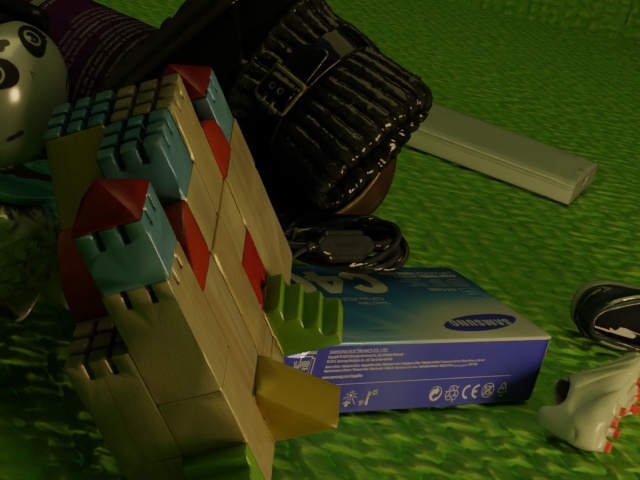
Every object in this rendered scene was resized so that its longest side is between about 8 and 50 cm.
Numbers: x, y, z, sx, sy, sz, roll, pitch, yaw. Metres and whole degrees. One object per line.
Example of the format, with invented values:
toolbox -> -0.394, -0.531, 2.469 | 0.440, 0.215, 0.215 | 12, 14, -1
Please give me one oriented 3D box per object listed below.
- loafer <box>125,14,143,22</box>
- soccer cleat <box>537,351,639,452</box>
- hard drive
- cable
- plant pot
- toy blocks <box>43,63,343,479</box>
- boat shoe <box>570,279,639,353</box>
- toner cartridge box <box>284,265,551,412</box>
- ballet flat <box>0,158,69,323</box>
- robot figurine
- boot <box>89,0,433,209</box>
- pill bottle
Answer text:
loafer -> -0.333, -0.259, 1.958 | 0.130, 0.134, 0.366 | 30, 23, 36
soccer cleat -> 0.270, 0.147, 1.414 | 0.076, 0.068, 0.196 | 20, 21, 20
hard drive -> 0.269, -0.142, 2.283 | 0.307, 0.040, 0.203 | 22, 19, 15
cable -> 0.000, 0.000, 1.437 | 0.184, 0.047, 0.150 | -4, 12, -41
plant pot -> 0.004, -0.097, 1.685 | 0.215, 0.215, 0.230 | 23, -5, 19
toy blocks -> -0.115, 0.003, 1.077 | 0.190, 0.261, 0.381 | -14, 32, 12
boat shoe -> 0.410, 0.095, 1.630 | 0.254, 0.095, 0.079 | 12, 17, -9
toner cartridge box -> 0.033, 0.089, 1.362 | 0.347, 0.075, 0.165 | 1, 24, -38
ballet flat -> -0.233, -0.001, 1.230 | 0.147, 0.147, 0.409 | 22, 10, 18
robot figurine -> -0.413, -0.184, 1.603 | 0.278, 0.209, 0.173 | 20, 7, 20
boot -> -0.082, -0.114, 1.513 | 0.260, 0.348, 0.131 | 48, 10, 7
pill bottle -> -0.252, -0.179, 1.726 | 0.323, 0.182, 0.181 | 26, 21, 26
